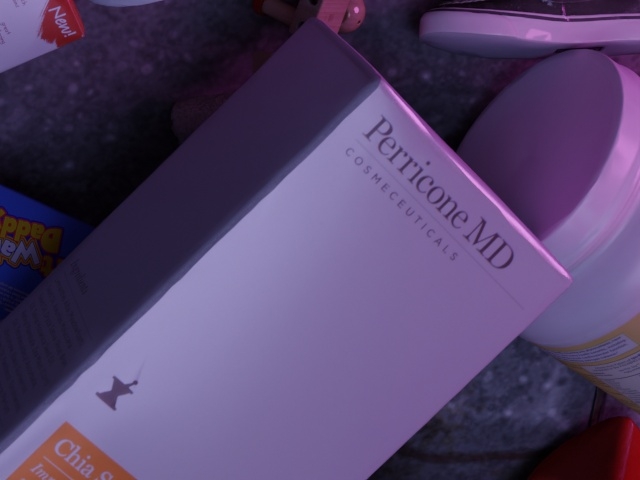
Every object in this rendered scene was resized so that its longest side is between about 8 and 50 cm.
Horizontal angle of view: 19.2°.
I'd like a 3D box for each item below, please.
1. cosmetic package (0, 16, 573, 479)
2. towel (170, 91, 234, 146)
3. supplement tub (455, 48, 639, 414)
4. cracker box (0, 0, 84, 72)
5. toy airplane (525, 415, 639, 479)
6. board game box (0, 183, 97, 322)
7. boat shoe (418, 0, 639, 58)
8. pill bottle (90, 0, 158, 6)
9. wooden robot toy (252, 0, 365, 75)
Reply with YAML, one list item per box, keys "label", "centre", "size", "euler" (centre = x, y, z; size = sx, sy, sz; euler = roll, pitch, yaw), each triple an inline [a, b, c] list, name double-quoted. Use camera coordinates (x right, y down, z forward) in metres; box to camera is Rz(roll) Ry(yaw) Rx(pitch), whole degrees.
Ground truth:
- label: "cosmetic package"
  centre: [-0.072, 0.089, 1.357]
  size: [0.453, 0.161, 0.230]
  euler: [-45, 117, 4]
- label: "towel"
  centre: [0.000, 0.000, 1.524]
  size: [0.187, 0.049, 0.282]
  euler: [-2, 126, 32]
- label: "supplement tub"
  centre: [0.282, 0.015, 1.554]
  size: [0.331, 0.241, 0.241]
  euler: [33, 105, -28]
- label: "cracker box"
  centre: [-0.310, -0.180, 1.386]
  size: [0.232, 0.067, 0.156]
  euler: [-24, 121, -3]
- label: "toy airplane"
  centre: [0.167, 0.377, 1.701]
  size: [0.384, 0.272, 0.386]
  euler: [-18, 111, -43]
- label: "board game box"
  centre: [-0.244, 0.090, 1.484]
  size: [0.347, 0.078, 0.233]
  euler: [26, 79, -26]
- label: "boat shoe"
  centre: [0.184, -0.187, 1.524]
  size: [0.219, 0.078, 0.070]
  euler: [-1, 83, -11]
- label: "pill bottle"
  centre: [-0.153, -0.355, 1.253]
  size: [0.210, 0.210, 0.363]
  euler: [-24, 121, -2]
- label: "wooden robot toy"
  centre: [0.004, -0.193, 1.482]
  size: [0.079, 0.076, 0.173]
  euler: [-7, 126, -53]
